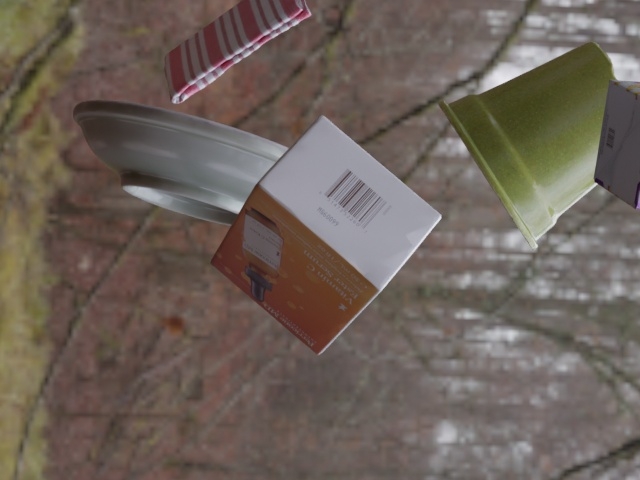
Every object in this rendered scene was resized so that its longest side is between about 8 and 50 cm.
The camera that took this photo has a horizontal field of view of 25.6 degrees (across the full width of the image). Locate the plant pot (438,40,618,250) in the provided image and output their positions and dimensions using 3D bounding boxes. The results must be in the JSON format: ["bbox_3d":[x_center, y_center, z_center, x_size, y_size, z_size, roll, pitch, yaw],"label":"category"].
[{"bbox_3d":[0.360,-0.167,2.173,0.276,0.254,0.276,55,8,-11],"label":"plant pot"}]

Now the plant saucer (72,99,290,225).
[{"bbox_3d":[-0.176,-0.095,2.053,0.400,0.401,0.100,134,-29,-81],"label":"plant saucer"}]

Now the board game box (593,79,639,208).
[{"bbox_3d":[0.524,-0.122,1.853,0.142,0.275,0.144,-125,-142,-68],"label":"board game box"}]

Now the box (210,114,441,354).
[{"bbox_3d":[0.000,0.000,1.170,0.091,0.130,0.170,-49,178,-28],"label":"box"}]

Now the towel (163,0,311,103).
[{"bbox_3d":[-0.102,-0.240,1.679,0.029,0.197,0.144,53,10,-25],"label":"towel"}]
